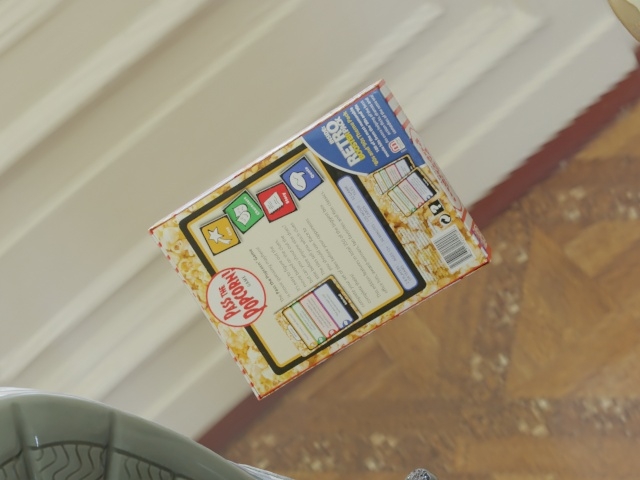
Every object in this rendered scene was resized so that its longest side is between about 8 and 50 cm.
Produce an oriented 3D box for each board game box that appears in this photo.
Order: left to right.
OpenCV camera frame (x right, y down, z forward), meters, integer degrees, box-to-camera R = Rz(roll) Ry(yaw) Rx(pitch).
[{"bbox_3d":[0.000,0.000,1.139,0.193,0.146,0.045,-31,6,12],"label":"board game box"}]

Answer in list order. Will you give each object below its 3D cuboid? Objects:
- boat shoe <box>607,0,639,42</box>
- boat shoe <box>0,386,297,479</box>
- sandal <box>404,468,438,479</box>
[{"bbox_3d":[0.199,-0.261,1.010,0.092,0.103,0.285,-19,66,24],"label":"boat shoe"},{"bbox_3d":[-0.030,0.126,0.533,0.103,0.320,0.118,10,75,48],"label":"boat shoe"},{"bbox_3d":[0.051,0.202,1.027,0.040,0.179,0.067,23,50,0],"label":"sandal"}]
